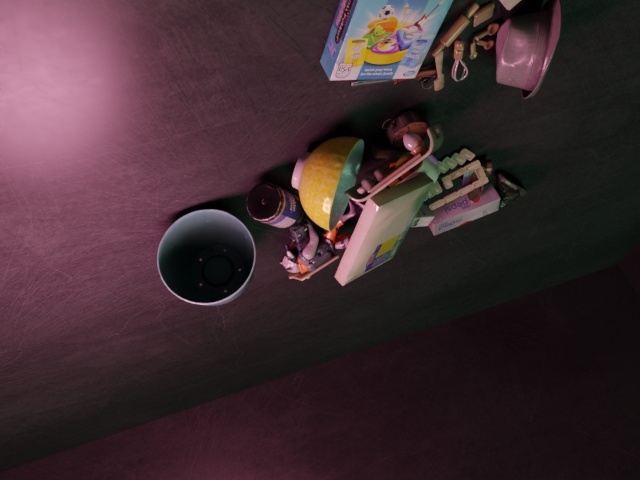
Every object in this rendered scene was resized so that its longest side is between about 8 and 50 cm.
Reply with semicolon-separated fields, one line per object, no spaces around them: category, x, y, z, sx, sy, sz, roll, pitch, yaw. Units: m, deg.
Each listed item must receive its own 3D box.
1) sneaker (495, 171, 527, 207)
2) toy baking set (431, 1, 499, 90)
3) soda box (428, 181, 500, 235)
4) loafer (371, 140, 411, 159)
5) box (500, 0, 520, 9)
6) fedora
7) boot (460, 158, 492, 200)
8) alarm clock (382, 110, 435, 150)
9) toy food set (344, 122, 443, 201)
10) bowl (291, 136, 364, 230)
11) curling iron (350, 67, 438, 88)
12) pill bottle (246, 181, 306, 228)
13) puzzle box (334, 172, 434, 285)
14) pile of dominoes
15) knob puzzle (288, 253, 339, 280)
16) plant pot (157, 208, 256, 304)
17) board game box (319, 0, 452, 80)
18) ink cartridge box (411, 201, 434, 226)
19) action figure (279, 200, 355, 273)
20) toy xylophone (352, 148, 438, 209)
sneaker;0.733;-0.197;2.348;0.130;0.087;0.227;-42;152;20
toy baking set;0.384;-0.515;1.583;0.256;0.030;0.197;-45;146;19
soda box;0.564;-0.125;2.344;0.286;0.091;0.098;-22;152;-2
loafer;0.224;-0.286;1.873;0.148;0.056;0.050;3;144;-22
box;0.510;-0.682;1.364;0.275;0.094;0.113;-37;148;25
fedora;0.539;-0.517;1.583;0.124;0.243;0.275;7;160;5
boot;0.561;-0.226;2.210;0.106;0.082;0.219;-1;145;-6
alarm clock;0.253;-0.340;1.789;0.192;0.064;0.129;5;141;-46
toy food set;0.222;-0.236;1.745;0.306;0.092;0.220;-35;-179;23
bowl;0.008;-0.187;1.744;0.156;0.289;0.289;21;150;10
curling iron;0.210;-0.439;1.618;0.274;0.035;0.068;-11;149;-21
pill bottle;-0.130;-0.103;1.840;0.123;0.122;0.219;-32;163;16
puzzle box;0.208;-0.032;2.000;0.272;0.052;0.409;-26;152;-36
pile of dominoes;0.458;-0.230;2.126;0.251;0.040;0.196;-27;130;12
knob puzzle;-0.037;0.099;2.237;0.213;0.213;0.030;-25;107;4
plant pot;-0.338;0.074;1.858;0.293;0.293;0.235;-20;166;-5
board game box;0.167;-0.533;1.386;0.254;0.079;0.336;-9;149;-24
ink cartridge box;0.320;-0.106;2.190;0.181;0.104;0.061;-4;146;-29
action figure;0.000;0.000;2.077;0.330;0.178;0.341;-34;154;-1
toy xylophone;0.252;-0.198;2.006;0.323;0.081;0.236;-31;145;15
